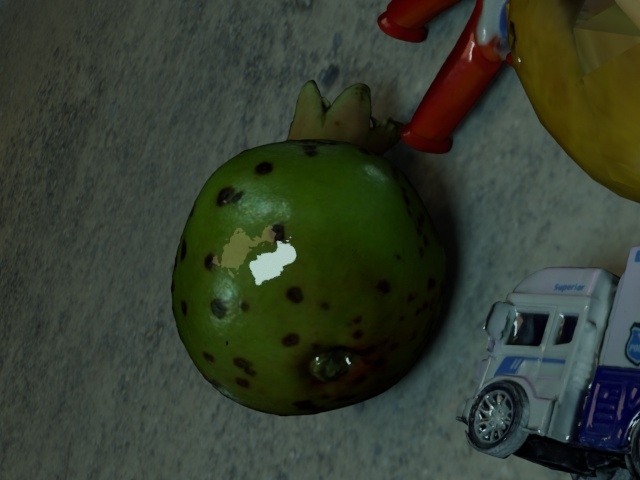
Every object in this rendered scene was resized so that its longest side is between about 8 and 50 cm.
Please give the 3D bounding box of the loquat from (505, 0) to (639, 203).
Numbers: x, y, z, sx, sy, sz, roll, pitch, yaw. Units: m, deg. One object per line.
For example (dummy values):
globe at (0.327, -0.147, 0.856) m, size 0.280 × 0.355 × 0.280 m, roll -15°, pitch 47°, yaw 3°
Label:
loquat at (0.221, -0.121, 0.676) m, size 0.235 × 0.235 × 0.235 m, roll -30°, pitch 53°, yaw 49°

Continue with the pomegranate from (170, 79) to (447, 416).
pomegranate at (-0.002, 0.016, 1.019) m, size 0.231 × 0.231 × 0.286 m, roll -56°, pitch 4°, yaw 27°

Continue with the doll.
doll at (0.169, -0.231, 0.940) m, size 0.384 × 0.099 × 0.188 m, roll -46°, pitch 42°, yaw 47°

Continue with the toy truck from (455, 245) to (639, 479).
toy truck at (0.211, 0.073, 0.709) m, size 0.268 × 0.124 × 0.155 m, roll -1°, pitch 69°, yaw 55°
